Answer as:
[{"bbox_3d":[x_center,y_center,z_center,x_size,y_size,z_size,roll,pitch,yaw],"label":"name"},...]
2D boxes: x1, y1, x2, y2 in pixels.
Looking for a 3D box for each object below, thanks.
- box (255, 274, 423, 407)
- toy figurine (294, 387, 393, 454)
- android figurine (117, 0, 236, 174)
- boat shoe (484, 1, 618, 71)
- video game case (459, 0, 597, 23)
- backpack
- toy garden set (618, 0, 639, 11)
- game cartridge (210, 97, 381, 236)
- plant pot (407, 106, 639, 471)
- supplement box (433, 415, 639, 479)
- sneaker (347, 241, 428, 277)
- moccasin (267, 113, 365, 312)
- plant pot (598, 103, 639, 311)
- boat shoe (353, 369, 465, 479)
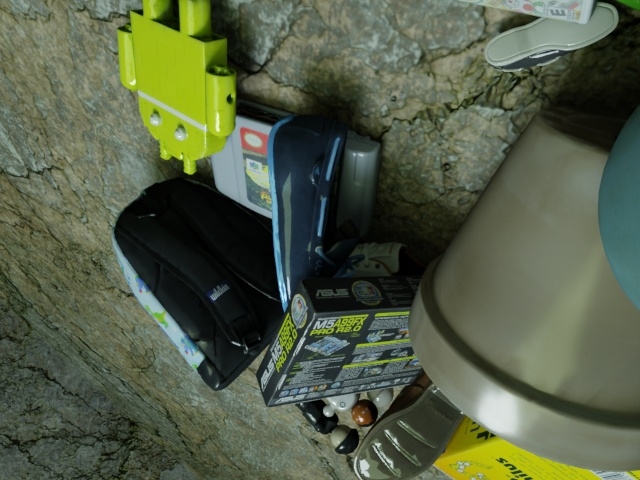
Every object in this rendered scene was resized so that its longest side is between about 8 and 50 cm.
[{"bbox_3d":[0.064,0.145,0.739,0.060,0.270,0.216,63,141,40],"label":"box"},{"bbox_3d":[0.075,0.296,1.005,0.148,0.213,0.209,42,139,14],"label":"toy figurine"},{"bbox_3d":[-0.212,-0.232,0.746,0.248,0.056,0.273,33,131,26],"label":"android figurine"},{"bbox_3d":[0.237,-0.205,0.520,0.125,0.038,0.046,-11,81,35],"label":"boat shoe"},{"bbox_3d":[0.130,-0.265,0.417,0.206,0.026,0.227,24,-177,23],"label":"video game case"},{"bbox_3d":[-0.218,0.053,0.927,0.355,0.290,0.273,45,155,-2],"label":"backpack"},{"bbox_3d":[0.272,-0.310,0.380,0.204,0.049,0.244,30,141,6],"label":"toy garden set"},{"bbox_3d":[-0.051,-0.110,0.811,0.294,0.060,0.196,20,143,18],"label":"game cartridge"},{"bbox_3d":[0.281,0.019,0.544,0.323,0.323,0.280,19,121,19],"label":"plant pot"},{"bbox_3d":[0.370,0.290,0.803,0.195,0.194,0.356,34,141,0],"label":"supplement box"},{"bbox_3d":[0.072,0.031,0.838,0.290,0.106,0.123,19,133,4],"label":"sneaker"},{"bbox_3d":[0.000,0.000,0.707,0.117,0.138,0.342,-1,119,8],"label":"moccasin"},{"bbox_3d":[0.296,-0.022,0.213,0.341,0.334,0.341,0,91,18],"label":"plant pot"},{"bbox_3d":[0.183,0.304,0.889,0.111,0.307,0.104,47,-176,3],"label":"boat shoe"}]
